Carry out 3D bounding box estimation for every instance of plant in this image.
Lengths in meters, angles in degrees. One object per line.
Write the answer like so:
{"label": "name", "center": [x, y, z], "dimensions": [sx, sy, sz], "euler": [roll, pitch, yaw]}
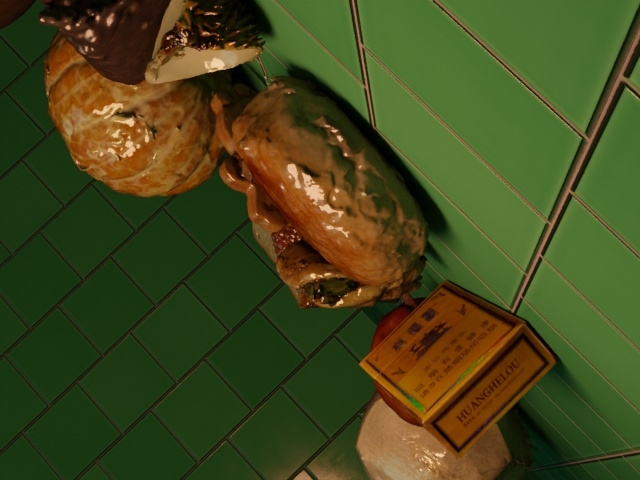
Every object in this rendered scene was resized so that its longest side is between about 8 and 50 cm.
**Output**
{"label": "plant", "center": [-0.278, -0.336, 1.436], "dimensions": [0.188, 0.199, 0.276], "euler": [50, 175, 22]}

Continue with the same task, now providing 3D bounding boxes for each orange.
{"label": "orange", "center": [-0.271, -0.230, 1.738], "dimensions": [0.329, 0.249, 0.329], "euler": [36, -135, -48]}

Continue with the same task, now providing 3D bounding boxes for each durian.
{"label": "durian", "center": [-0.146, -0.247, 1.347], "dimensions": [0.144, 0.139, 0.252], "euler": [43, 170, -17]}

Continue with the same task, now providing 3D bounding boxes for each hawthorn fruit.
{"label": "hawthorn fruit", "center": [0.171, 0.181, 1.865], "dimensions": [0.210, 0.210, 0.262], "euler": [40, 160, 55]}

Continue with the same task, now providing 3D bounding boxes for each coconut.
{"label": "coconut", "center": [0.239, 0.406, 2.285], "dimensions": [0.360, 0.346, 0.346], "euler": [37, 171, 30]}

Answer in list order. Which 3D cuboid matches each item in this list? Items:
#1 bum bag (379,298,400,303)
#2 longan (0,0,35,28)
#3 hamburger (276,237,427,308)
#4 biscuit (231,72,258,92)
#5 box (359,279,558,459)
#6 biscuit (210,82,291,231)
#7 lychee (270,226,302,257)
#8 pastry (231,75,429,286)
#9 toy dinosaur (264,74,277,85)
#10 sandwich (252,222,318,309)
{"label": "bum bag", "center": [0.081, 0.057, 2.206], "dimensions": [0.144, 0.095, 0.340], "euler": [48, 178, -5]}
{"label": "longan", "center": [-0.641, -0.544, 1.923], "dimensions": [0.336, 0.404, 0.404], "euler": [12, 159, 26]}
{"label": "hamburger", "center": [0.043, 0.017, 1.636], "dimensions": [0.183, 0.206, 0.130], "euler": [-145, 41, -65]}
{"label": "biscuit", "center": [-0.097, -0.174, 1.951], "dimensions": [0.262, 0.052, 0.277], "euler": [48, 171, -9]}
{"label": "box", "center": [0.188, 0.175, 1.598], "dimensions": [0.084, 0.193, 0.301], "euler": [48, 175, -16]}
{"label": "biscuit", "center": [-0.073, -0.126, 1.643], "dimensions": [0.184, 0.035, 0.249], "euler": [-2, -118, -37]}
{"label": "lychee", "center": [0.000, 0.000, 1.973], "dimensions": [0.197, 0.165, 0.165], "euler": [50, 176, 5]}
{"label": "pastry", "center": [0.008, -0.075, 1.439], "dimensions": [0.329, 0.136, 0.329], "euler": [48, 175, 5]}
{"label": "toy dinosaur", "center": [-0.052, -0.206, 1.590], "dimensions": [0.083, 0.021, 0.062], "euler": [49, 162, -15]}
{"label": "sandwich", "center": [-0.056, -0.035, 2.220], "dimensions": [0.288, 0.100, 0.254], "euler": [-127, 24, -50]}
